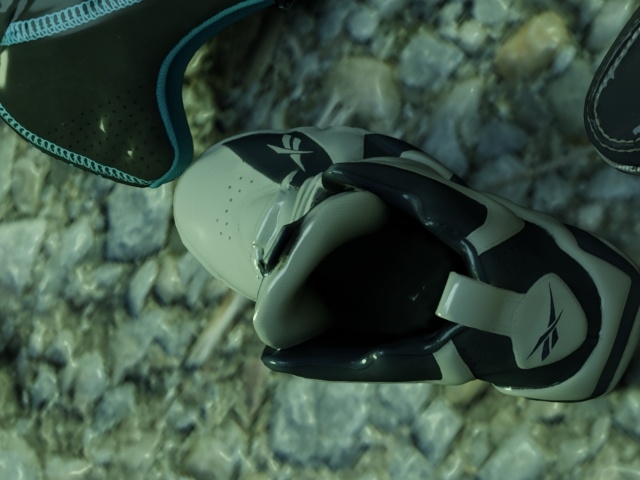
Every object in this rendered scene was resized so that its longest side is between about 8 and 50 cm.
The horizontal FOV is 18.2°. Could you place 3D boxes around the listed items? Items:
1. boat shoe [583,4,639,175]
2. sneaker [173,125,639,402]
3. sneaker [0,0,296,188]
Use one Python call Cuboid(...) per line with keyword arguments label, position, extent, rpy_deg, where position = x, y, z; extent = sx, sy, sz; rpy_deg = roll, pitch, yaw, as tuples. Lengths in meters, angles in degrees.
Cuboid(label="boat shoe", position=(0.169, -0.105, 0.756), extent=(0.206, 0.065, 0.075), rpy_deg=(-43, 61, 23))
Cuboid(label="sneaker", position=(0.000, 0.000, 0.808), extent=(0.235, 0.153, 0.094), rpy_deg=(28, 98, 35))
Cuboid(label="sneaker", position=(-0.038, -0.182, 0.908), extent=(0.139, 0.125, 0.341), rpy_deg=(35, 102, 5))
